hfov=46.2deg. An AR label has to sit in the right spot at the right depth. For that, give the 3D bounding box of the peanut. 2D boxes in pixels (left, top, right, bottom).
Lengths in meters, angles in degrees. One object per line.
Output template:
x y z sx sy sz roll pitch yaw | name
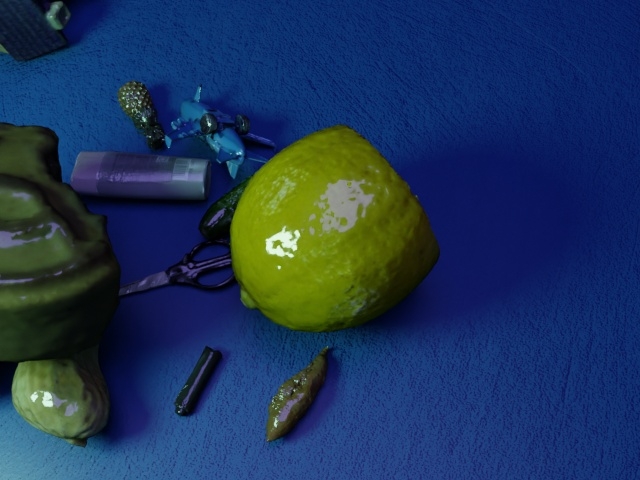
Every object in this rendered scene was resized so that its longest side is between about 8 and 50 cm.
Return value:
-0.454 0.214 1.288 0.159 0.143 0.291 -17 58 -3 | peanut

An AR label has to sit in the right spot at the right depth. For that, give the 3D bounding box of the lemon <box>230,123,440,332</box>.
0.000 0.000 1.301 0.364 0.364 0.364 0 62 0 | lemon

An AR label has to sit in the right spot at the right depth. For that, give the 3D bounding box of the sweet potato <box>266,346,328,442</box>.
-0.038 0.265 1.312 0.068 0.060 0.206 49 56 -14 | sweet potato

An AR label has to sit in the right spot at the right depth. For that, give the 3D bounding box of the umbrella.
-0.220 0.249 1.333 0.036 0.031 0.133 9 59 34 | umbrella

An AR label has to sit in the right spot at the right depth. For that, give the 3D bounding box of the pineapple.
-0.373 -0.261 1.587 0.074 0.074 0.159 -26 70 -14 | pineapple

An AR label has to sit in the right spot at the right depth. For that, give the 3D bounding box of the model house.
-0.668 -0.574 1.650 0.280 0.245 0.312 17 69 16 | model house

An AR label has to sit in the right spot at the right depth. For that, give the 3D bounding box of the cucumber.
-0.152 -0.082 1.492 0.069 0.069 0.227 40 66 19 | cucumber

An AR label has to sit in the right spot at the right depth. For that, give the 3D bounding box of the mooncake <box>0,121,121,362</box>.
-0.482 -0.002 1.217 0.394 0.246 0.393 21 43 7 | mooncake

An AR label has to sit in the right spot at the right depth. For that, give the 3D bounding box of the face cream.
-0.359 -0.131 1.512 0.269 0.073 0.107 3 50 1 | face cream

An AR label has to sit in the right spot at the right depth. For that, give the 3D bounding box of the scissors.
-0.301 0.072 1.433 0.300 0.022 0.109 -15 59 -8 | scissors

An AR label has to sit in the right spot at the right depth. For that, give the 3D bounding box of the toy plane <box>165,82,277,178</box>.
-0.218 -0.227 1.532 0.254 0.105 0.271 -4 42 -40 | toy plane
